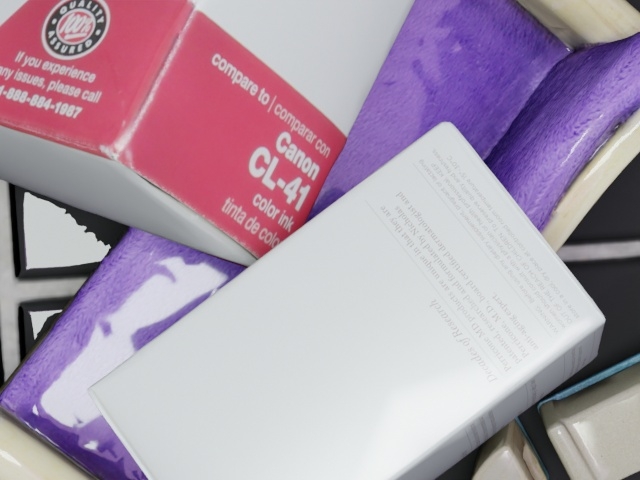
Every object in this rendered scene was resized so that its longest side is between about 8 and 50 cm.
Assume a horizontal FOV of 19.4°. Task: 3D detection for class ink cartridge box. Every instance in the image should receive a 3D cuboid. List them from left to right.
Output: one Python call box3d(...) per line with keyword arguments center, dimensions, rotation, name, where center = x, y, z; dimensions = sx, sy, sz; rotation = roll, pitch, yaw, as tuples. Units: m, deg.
box3d(center=(-0.060, -0.164, 0.839), dimensions=(0.131, 0.226, 0.306), rotation=(40, 74, -48), name="ink cartridge box")

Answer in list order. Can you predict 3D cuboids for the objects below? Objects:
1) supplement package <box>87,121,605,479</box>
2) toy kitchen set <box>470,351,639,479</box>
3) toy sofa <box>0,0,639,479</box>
box3d(center=(0.014, 0.054, 0.768), dimensions=(0.179, 0.105, 0.105), rotation=(-37, 78, -2), name="supplement package")
box3d(center=(0.196, 0.135, 0.977), dimensions=(0.207, 0.122, 0.166), rotation=(-27, 95, 13), name="toy kitchen set")
box3d(center=(0.000, 0.000, 0.893), dimensions=(0.150, 0.177, 0.362), rotation=(39, 86, -11), name="toy sofa")
